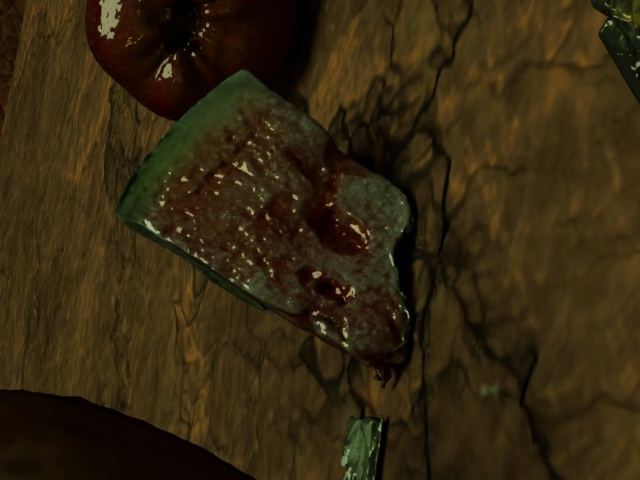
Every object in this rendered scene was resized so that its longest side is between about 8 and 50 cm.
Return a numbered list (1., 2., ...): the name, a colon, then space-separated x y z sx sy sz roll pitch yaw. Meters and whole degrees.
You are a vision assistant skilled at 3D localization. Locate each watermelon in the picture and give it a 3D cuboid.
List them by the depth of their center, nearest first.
1. watermelon: -0.020 -0.014 0.604 0.098 0.121 0.158 -57 25 -1

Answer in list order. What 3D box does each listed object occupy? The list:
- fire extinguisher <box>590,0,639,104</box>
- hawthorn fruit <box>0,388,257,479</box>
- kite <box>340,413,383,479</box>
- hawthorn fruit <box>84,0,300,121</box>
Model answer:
1. fire extinguisher: 0.121 -0.113 0.354 0.062 0.050 0.177 41 128 23
2. hawthorn fruit: -0.158 0.233 0.409 0.403 0.402 0.403 -169 90 -70
3. kite: -0.009 0.258 0.561 0.406 0.014 0.369 172 107 -69
4. hawthorn fruit: -0.076 -0.140 0.797 0.138 0.132 0.133 -90 16 -72
